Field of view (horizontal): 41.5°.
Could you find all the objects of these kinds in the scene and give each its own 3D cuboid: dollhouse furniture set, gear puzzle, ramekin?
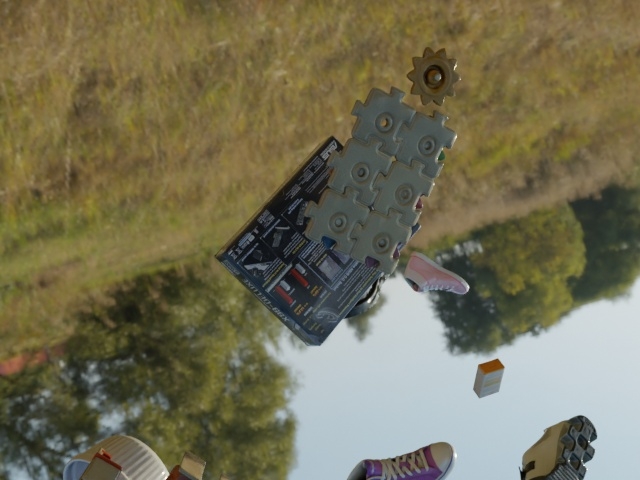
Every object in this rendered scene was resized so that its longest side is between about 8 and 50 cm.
[{"bbox_3d":[-0.297,0.468,1.434,0.262,0.259,0.135,-55,-175,5],"label":"dollhouse furniture set"},{"bbox_3d":[0.100,-0.132,1.243,0.175,0.339,0.044,24,-177,-24],"label":"gear puzzle"},{"bbox_3d":[-0.377,0.471,1.608,0.207,0.207,0.109,-19,-168,41],"label":"ramekin"}]

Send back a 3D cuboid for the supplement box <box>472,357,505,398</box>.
[{"bbox_3d":[0.432,0.354,2.167,0.062,0.036,0.099,-14,132,-19],"label":"supplement box"}]

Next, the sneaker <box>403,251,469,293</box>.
[{"bbox_3d":[0.222,0.084,1.652,0.070,0.134,0.051,-61,-173,-21],"label":"sneaker"}]

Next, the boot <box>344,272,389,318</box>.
[{"bbox_3d":[0.054,0.017,2.052,0.131,0.260,0.348,-14,-161,27],"label":"boot"}]

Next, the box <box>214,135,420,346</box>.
[{"bbox_3d":[0.000,0.000,1.540,0.307,0.242,0.076,-49,-169,-18],"label":"box"}]

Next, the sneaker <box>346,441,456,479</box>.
[{"bbox_3d":[0.193,0.572,2.092,0.282,0.102,0.161,-34,134,14],"label":"sneaker"}]

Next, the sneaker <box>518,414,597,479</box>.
[{"bbox_3d":[0.513,0.547,1.927,0.146,0.122,0.330,-29,-167,50],"label":"sneaker"}]
